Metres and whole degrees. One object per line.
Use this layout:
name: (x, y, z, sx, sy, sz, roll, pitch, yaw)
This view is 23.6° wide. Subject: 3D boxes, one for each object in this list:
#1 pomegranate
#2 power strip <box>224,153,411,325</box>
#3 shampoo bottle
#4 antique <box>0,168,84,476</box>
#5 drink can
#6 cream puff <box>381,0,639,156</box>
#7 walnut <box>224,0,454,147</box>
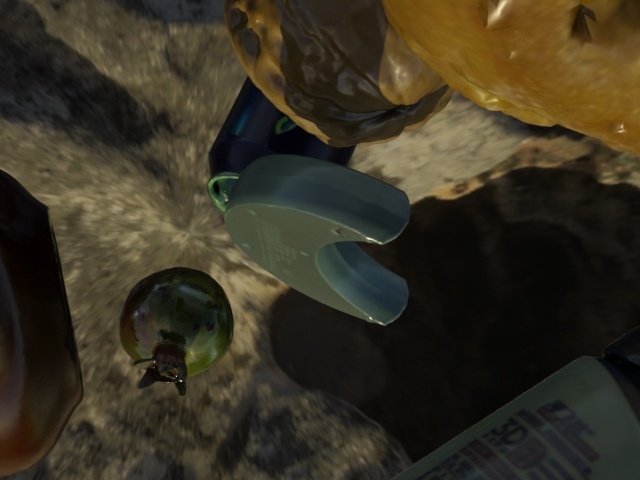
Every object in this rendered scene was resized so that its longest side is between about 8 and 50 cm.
pomegranate: (-0.163, 0.108, 1.677, 0.129, 0.129, 0.159, 23, 61, -5)
power strip: (0.000, 0.000, 1.083, 0.137, 0.216, 0.044, 22, 72, 9)
shampoo bottle: (0.077, 0.177, 0.811, 0.359, 0.134, 0.078, -30, 135, -16)
antique: (-0.238, 0.054, 1.057, 0.129, 0.278, 0.224, -11, 79, -9)
drink can: (-0.018, -0.110, 1.356, 0.118, 0.118, 0.205, 26, 64, -5)
cream puff: (0.159, -0.182, 0.526, 0.327, 0.343, 0.231, 4, 57, -12)
walnut: (0.025, -0.183, 1.187, 0.213, 0.213, 0.213, 0, 90, -5)
